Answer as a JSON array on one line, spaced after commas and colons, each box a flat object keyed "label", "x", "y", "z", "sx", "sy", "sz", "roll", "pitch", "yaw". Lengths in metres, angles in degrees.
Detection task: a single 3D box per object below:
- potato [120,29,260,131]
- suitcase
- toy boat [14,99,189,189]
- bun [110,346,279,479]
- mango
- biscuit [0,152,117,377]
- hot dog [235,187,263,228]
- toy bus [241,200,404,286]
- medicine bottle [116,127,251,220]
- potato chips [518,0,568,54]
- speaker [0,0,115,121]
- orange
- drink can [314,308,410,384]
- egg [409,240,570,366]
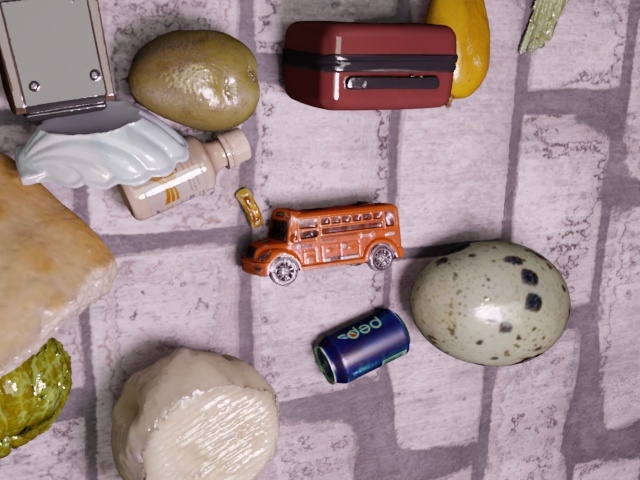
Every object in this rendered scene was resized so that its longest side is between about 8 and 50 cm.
[{"label": "potato", "x": -0.231, "y": -0.288, "z": 1.344, "sx": 0.251, "sy": 0.159, "sz": 0.174, "roll": 0, "pitch": 75, "yaw": -18}, {"label": "suitcase", "x": 0.093, "y": -0.339, "z": 1.438, "sx": 0.297, "sy": 0.236, "sz": 0.161, "roll": -5, "pitch": 108, "yaw": -24}, {"label": "toy boat", "x": -0.373, "y": -0.170, "z": 1.278, "sx": 0.290, "sy": 0.199, "sz": 0.100, "roll": -15, "pitch": 130, "yaw": -18}, {"label": "bun", "x": -0.258, "y": 0.364, "z": 1.498, "sx": 0.360, "sy": 0.211, "sz": 0.359, "roll": -16, "pitch": 121, "yaw": -28}, {"label": "mango", "x": 0.288, "y": -0.434, "z": 1.564, "sx": 0.177, "sy": 0.119, "sz": 0.316, "roll": 1, "pitch": 94, "yaw": -44}, {"label": "biscuit", "x": -0.563, "y": 0.023, "z": 1.166, "sx": 0.446, "sy": 0.104, "sz": 0.429, "roll": 50, "pitch": 46, "yaw": 0}, {"label": "hot dog", "x": -0.141, "y": -0.063, "z": 1.522, "sx": 0.030, "sy": 0.034, "sz": 0.090, "roll": -31, "pitch": 117, "yaw": -14}, {"label": "toy bus", "x": 0.000, "y": 0.000, "z": 1.554, "sx": 0.329, "sy": 0.143, "sz": 0.153, "roll": -7, "pitch": 98, "yaw": -23}, {"label": "medicine bottle", "x": -0.253, "y": -0.135, "z": 1.401, "sx": 0.252, "sy": 0.114, "sz": 0.114, "roll": -27, "pitch": 115, "yaw": -18}, {"label": "potato chips", "x": 0.520, "y": -0.516, "z": 1.711, "sx": 0.092, "sy": 0.028, "sz": 0.207, "roll": 15, "pitch": 96, "yaw": -27}, {"label": "speaker", "x": -0.437, "y": -0.303, "z": 1.194, "sx": 0.153, "sy": 0.231, "sz": 0.192, "roll": -15, "pitch": 111, "yaw": -22}, {"label": "orange", "x": -0.573, "y": 0.253, "z": 1.273, "sx": 0.301, "sy": 0.300, "sz": 0.223, "roll": -25, "pitch": 77, "yaw": -27}, {"label": "drink can", "x": 0.095, "y": 0.240, "z": 1.679, "sx": 0.205, "sy": 0.118, "sz": 0.118, "roll": -22, "pitch": 113, "yaw": -19}, {"label": "egg", "x": 0.383, "y": 0.140, "z": 1.694, "sx": 0.379, "sy": 0.287, "sz": 0.287, "roll": 12, "pitch": 100, "yaw": -20}]
